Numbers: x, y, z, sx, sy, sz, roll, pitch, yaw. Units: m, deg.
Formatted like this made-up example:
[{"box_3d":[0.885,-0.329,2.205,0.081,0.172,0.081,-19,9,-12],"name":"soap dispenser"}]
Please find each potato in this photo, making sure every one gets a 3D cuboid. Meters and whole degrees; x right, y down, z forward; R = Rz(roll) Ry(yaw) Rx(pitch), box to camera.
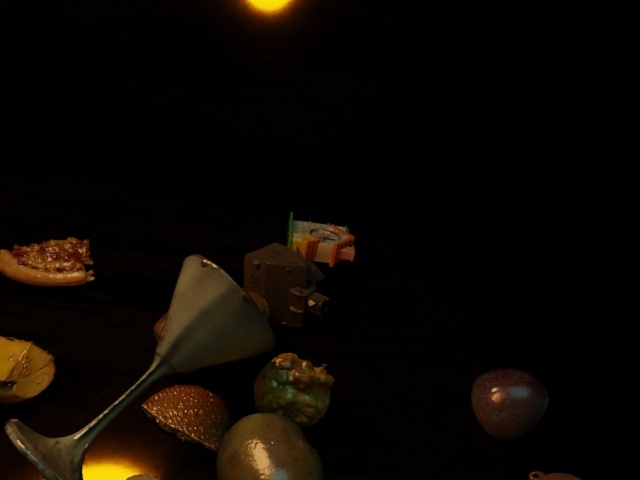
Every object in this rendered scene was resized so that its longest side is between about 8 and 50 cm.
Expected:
[{"box_3d":[-0.086,0.429,0.771,0.174,0.159,0.251,-33,32,-16],"name":"potato"}]

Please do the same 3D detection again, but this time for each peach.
[{"box_3d":[-0.654,0.275,0.889,0.151,0.118,0.151,48,24,-29],"name":"peach"}]

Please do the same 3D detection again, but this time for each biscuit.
[{"box_3d":[-0.275,0.377,0.926,0.206,0.025,0.126,22,31,17],"name":"biscuit"}]

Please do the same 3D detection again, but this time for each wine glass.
[{"box_3d":[-0.314,0.249,0.787,0.267,0.267,0.406,28,53,28],"name":"wine glass"}]

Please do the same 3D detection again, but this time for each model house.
[{"box_3d":[-0.067,0.135,1.227,0.243,0.212,0.204,23,33,31],"name":"model house"}]

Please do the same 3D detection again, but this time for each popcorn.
[{"box_3d":[-0.057,0.331,0.944,0.179,0.180,0.170,24,65,22],"name":"popcorn"}]

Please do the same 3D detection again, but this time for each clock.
[{"box_3d":[0.000,0.000,1.600,0.255,0.106,0.220,7,29,-7],"name":"clock"}]

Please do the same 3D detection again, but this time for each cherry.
[{"box_3d":[0.447,0.385,1.014,0.140,0.176,0.176,43,31,-5],"name":"cherry"}]

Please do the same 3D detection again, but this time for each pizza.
[{"box_3d":[-0.801,0.048,1.276,0.289,0.082,0.229,12,29,5],"name":"pizza"}]

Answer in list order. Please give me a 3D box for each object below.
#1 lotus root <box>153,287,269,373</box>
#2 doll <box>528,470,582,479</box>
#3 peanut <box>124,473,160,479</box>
[{"box_3d":[-0.270,0.217,1.080,0.290,0.193,0.193,-21,41,-35],"name":"lotus root"},{"box_3d":[0.506,0.574,0.758,0.303,0.156,0.201,45,-1,20],"name":"doll"},{"box_3d":[-0.270,0.472,0.698,0.087,0.087,0.206,-19,40,-42],"name":"peanut"}]
